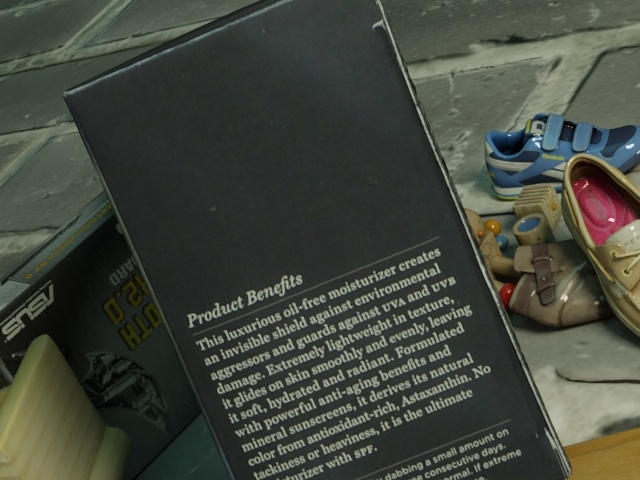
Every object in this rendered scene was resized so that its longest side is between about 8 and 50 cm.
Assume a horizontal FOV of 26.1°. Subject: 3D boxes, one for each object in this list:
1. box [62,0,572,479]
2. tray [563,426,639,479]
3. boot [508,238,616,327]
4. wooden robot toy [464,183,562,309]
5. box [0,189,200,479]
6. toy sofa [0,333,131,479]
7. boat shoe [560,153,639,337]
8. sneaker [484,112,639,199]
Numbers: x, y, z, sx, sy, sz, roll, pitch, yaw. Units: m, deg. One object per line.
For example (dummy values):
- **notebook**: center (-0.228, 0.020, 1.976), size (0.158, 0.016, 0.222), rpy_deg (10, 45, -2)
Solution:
- **box**: center (0.000, 0.000, 0.850), size (0.183, 0.294, 0.296), rpy_deg (-21, 8, 4)
- **tray**: center (0.135, 0.197, 0.719), size (0.411, 0.076, 0.202), rpy_deg (-19, 28, 19)
- **boot**: center (0.187, 0.012, 1.007), size (0.087, 0.042, 0.118), rpy_deg (4, 49, 26)
- **wooden robot toy**: center (0.127, 0.002, 1.054), size (0.173, 0.079, 0.076), rpy_deg (-43, 30, -25)
- **box**: center (-0.150, 0.064, 1.095), size (0.056, 0.183, 0.231), rpy_deg (5, 42, 50)
- **toy sofa**: center (-0.314, 0.228, 0.985), size (0.363, 0.177, 0.150), rpy_deg (-23, 22, 13)
- **boat shoe**: center (0.211, 0.006, 0.936), size (0.063, 0.059, 0.170), rpy_deg (-32, 51, -2)
- **sneaker**: center (0.200, -0.076, 1.140), size (0.144, 0.059, 0.053), rpy_deg (-12, 29, 27)
